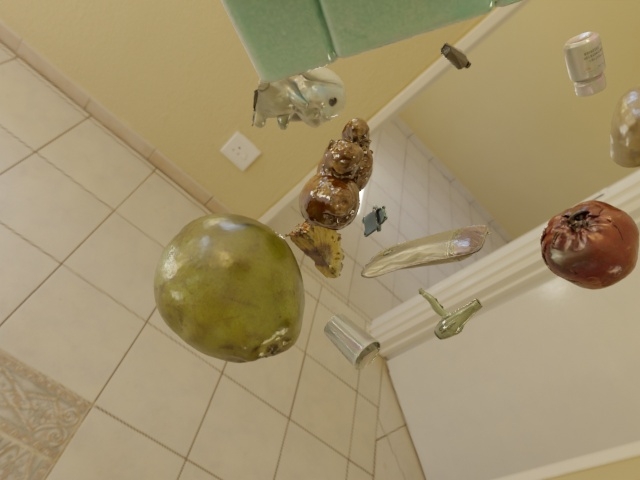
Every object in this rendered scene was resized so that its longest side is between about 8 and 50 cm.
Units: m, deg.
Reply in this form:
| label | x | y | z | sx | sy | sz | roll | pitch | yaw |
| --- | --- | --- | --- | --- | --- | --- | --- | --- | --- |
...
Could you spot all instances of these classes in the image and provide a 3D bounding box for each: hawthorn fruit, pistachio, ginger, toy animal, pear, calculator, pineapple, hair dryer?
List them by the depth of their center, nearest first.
| label | x | y | z | sx | sy | sz | roll | pitch | yaw |
| --- | --- | --- | --- | --- | --- | --- | --- | --- | --- |
| hawthorn fruit | 0.459 | 0.017 | 0.782 | 0.172 | 0.148 | 0.148 | 45 | 32 | -31 |
| pistachio | 0.640 | -0.228 | 0.920 | 0.124 | 0.124 | 0.184 | 35 | 57 | -26 |
| pear | -0.213 | 0.103 | 1.120 | 0.352 | 0.351 | 0.413 | 1 | 37 | -51 |
| ginger | 0.055 | -0.159 | 1.194 | 0.153 | 0.274 | 0.357 | 29 | 43 | -5 |
| pineapple | 0.001 | 0.000 | 1.373 | 0.233 | 0.080 | 0.135 | 51 | 52 | -40 |
| toy animal | -0.077 | -0.439 | 1.404 | 0.289 | 0.249 | 0.174 | 18 | 63 | -27 |
| calculator | 0.176 | -0.065 | 1.503 | 0.019 | 0.141 | 0.094 | 3 | 68 | -25 |
| hair dryer | 0.526 | 0.264 | 1.835 | 0.088 | 0.219 | 0.224 | -7 | 75 | -63 |

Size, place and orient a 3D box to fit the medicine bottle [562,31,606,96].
| label | x | y | z | sx | sy | sz | roll | pitch | yaw |
| --- | --- | --- | --- | --- | --- | --- | --- | --- | --- |
| medicine bottle | 0.424 | -0.281 | 0.738 | 0.089 | 0.052 | 0.052 | 60 | 28 | -25 |

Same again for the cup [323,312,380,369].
| label | x | y | z | sx | sy | sz | roll | pitch | yaw |
| --- | --- | --- | --- | --- | --- | --- | --- | --- | --- |
| cup | 0.068 | 0.224 | 0.994 | 0.074 | 0.104 | 0.116 | -36 | 50 | -21 |

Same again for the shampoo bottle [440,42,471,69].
| label | x | y | z | sx | sy | sz | roll | pitch | yaw |
| --- | --- | --- | --- | --- | --- | --- | --- | --- | --- |
| shampoo bottle | 0.333 | -0.447 | 1.127 | 0.137 | 0.027 | 0.048 | -2 | 93 | -51 |

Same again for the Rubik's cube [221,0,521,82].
| label | x | y | z | sx | sy | sz | roll | pitch | yaw |
| --- | --- | --- | --- | --- | --- | --- | --- | --- | --- |
| Rubik's cube | 0.033 | -0.392 | 0.398 | 0.316 | 0.322 | 0.318 | 59 | 22 | -50 |

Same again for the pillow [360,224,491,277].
| label | x | y | z | sx | sy | sz | roll | pitch | yaw |
| --- | --- | --- | --- | --- | --- | --- | --- | --- | --- |
| pillow | 0.187 | 0.018 | 0.837 | 0.130 | 0.233 | 0.038 | -45 | 115 | -51 |
